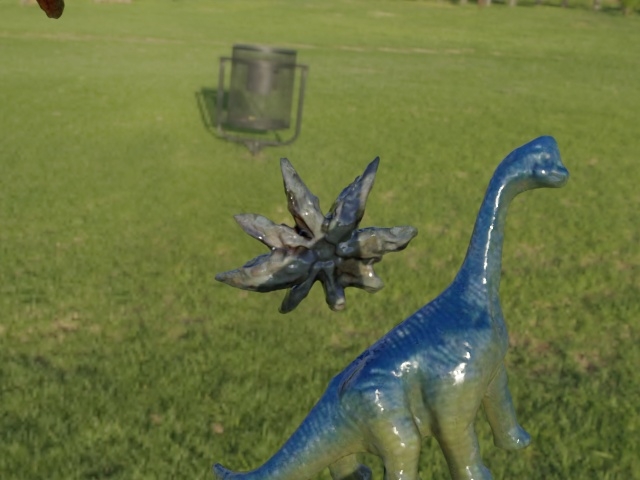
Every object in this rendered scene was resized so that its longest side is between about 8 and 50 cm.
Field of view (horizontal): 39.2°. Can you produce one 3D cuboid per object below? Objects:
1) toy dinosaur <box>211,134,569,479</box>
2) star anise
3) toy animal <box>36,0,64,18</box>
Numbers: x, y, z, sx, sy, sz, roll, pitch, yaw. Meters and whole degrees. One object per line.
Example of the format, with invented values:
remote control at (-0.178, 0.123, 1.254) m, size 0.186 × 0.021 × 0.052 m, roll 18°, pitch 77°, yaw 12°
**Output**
toy dinosaur at (0.037, 0.057, 0.526) m, size 0.247 × 0.188 × 0.075 m, roll -13°, pitch 5°, yaw 6°
star anise at (0.000, 0.000, 0.907) m, size 0.204 × 0.181 × 0.061 m, roll 5°, pitch 16°, yaw -10°
toy animal at (-0.261, -0.283, 0.801) m, size 0.089 × 0.188 × 0.179 m, roll -36°, pitch 34°, yaw -21°
